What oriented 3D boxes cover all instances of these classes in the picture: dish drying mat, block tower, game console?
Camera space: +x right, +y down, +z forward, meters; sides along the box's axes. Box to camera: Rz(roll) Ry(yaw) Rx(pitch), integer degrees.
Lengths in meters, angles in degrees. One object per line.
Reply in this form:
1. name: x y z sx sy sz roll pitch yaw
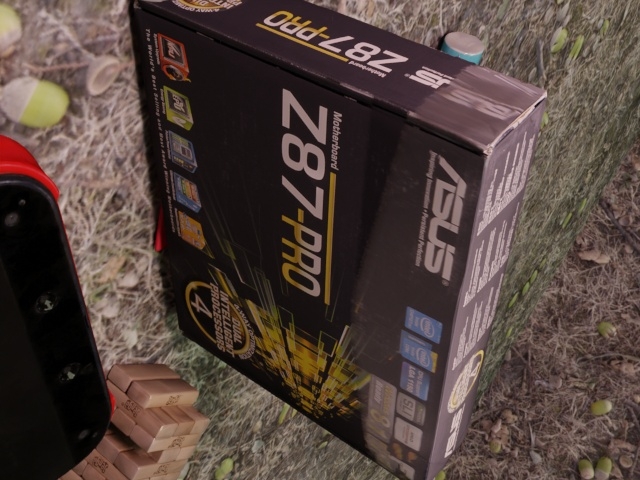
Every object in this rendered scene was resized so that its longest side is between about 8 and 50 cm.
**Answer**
1. dish drying mat: -0.144 -0.029 0.830 0.032 0.008 0.083 -27 141 -48
2. block tower: -0.244 0.298 0.921 0.335 0.091 0.097 -62 153 7
3. game console: -0.326 0.129 0.651 0.342 0.060 0.386 -34 145 -29

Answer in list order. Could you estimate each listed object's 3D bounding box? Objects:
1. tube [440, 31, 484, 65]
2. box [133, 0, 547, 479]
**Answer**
1. tube: 0.165 -0.181 1.163 0.080 0.052 0.207 -24 146 -32
2. box: 0.000 0.000 0.742 0.097 0.318 0.395 -42 148 -38
